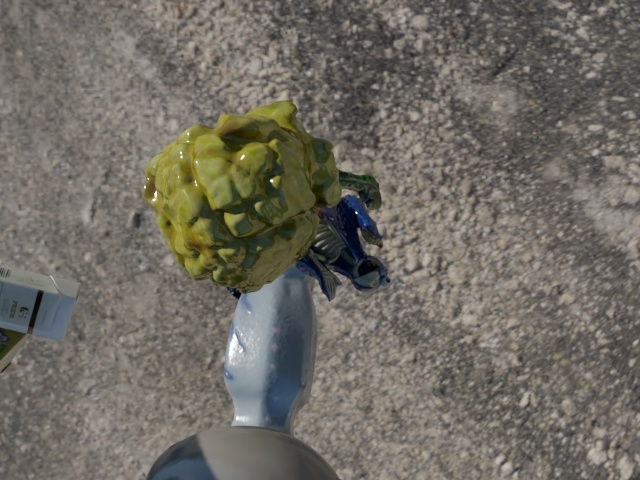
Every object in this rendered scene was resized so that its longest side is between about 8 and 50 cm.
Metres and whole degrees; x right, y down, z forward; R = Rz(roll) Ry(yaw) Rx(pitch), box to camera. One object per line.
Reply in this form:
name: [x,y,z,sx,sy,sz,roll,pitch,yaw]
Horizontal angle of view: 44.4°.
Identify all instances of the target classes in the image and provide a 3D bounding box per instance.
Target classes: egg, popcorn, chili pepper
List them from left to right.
egg: [-0.091,0.302,0.903,0.231,0.176,0.176,10,105,14]
popcorn: [-0.099,-0.054,1.025,0.257,0.270,0.224,-32,80,20]
chili pepper: [0.002,-0.109,1.405,0.074,0.256,0.100,-69,29,28]

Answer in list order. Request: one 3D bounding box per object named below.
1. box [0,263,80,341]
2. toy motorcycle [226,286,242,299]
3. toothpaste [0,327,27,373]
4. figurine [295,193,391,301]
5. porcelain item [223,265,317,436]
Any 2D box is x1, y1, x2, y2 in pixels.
box: [-0.403,0.077,1.029,0.040,0.154,0.084,-101,32,-55]
toy motorcycle: [-0.174,0.031,1.807,0.169,0.113,0.316,-106,19,-49]
toothpaste: [-0.650,0.237,1.465,0.077,0.327,0.110,33,104,-7]
figurine: [0.001,-0.008,1.224,0.262,0.164,0.121,52,150,19]
porcelain item: [-0.103,0.241,1.661,0.178,0.242,0.406,4,72,4]
